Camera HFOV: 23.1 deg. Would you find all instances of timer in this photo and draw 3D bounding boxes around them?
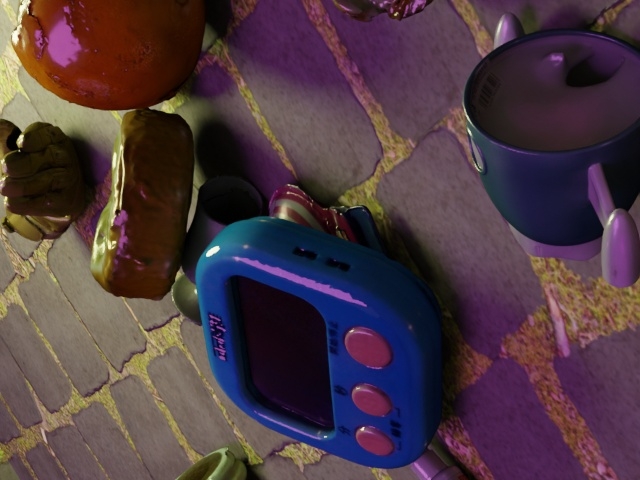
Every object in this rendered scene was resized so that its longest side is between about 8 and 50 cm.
[{"bbox_3d":[0.003,0.123,1.910,0.309,0.115,0.340,18,140,21],"label":"timer"}]

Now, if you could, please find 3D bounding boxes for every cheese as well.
[{"bbox_3d":[0.000,0.000,1.933,0.244,0.062,0.155,-5,111,57],"label":"cheese"}]

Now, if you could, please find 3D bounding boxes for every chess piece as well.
[{"bbox_3d":[-0.121,0.498,2.564,0.298,0.176,0.176,50,154,-13],"label":"chess piece"}]

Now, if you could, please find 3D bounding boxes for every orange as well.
[{"bbox_3d":[-0.255,-0.272,1.892,0.240,0.240,0.240,39,147,33],"label":"orange"}]

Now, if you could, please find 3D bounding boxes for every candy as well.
[{"bbox_3d":[-0.234,-0.049,2.084,0.260,0.118,0.259,-174,90,-77],"label":"candy"}]

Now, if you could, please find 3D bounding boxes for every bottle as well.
[{"bbox_3d":[0.169,0.325,1.979,0.217,0.060,0.060,46,150,20],"label":"bottle"}]

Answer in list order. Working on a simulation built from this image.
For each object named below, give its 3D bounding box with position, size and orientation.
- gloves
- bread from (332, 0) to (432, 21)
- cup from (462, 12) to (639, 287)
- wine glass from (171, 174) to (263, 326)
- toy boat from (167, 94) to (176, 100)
[{"bbox_3d":[-0.446,-0.098,2.489,0.331,0.141,0.154,114,147,-69],"label":"gloves"},{"bbox_3d":[0.064,-0.313,1.480,0.128,0.088,0.232,12,138,6],"label":"bread"},{"bbox_3d":[0.218,-0.075,1.404,0.173,0.168,0.299,76,176,-48],"label":"cup"},{"bbox_3d":[-0.139,0.013,2.134,0.103,0.103,0.231,47,147,22],"label":"wine glass"},{"bbox_3d":[-0.266,-0.234,2.084,0.097,0.100,0.223,41,161,-33],"label":"toy boat"}]
